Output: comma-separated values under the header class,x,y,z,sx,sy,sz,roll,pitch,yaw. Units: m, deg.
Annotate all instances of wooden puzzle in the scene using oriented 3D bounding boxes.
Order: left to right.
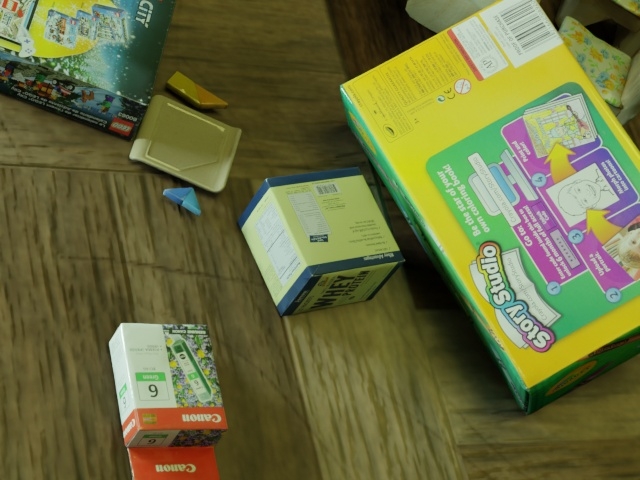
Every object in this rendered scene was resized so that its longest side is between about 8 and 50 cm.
class,x,y,z,sx,sy,sz,roll,pitch,yaw
wooden puzzle,-0.099,-0.071,1.068,0.079,0.014,0.116,26,49,-4

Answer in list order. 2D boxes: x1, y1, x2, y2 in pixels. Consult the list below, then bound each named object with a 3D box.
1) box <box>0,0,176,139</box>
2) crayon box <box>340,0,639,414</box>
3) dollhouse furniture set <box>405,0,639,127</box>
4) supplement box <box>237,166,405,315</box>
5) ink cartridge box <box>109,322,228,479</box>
class,x,y,z,sx,sy,sz,roll,pitch,yaw
box,-0.188,-0.198,1.089,0.159,0.044,0.233,20,50,-14
crayon box,0.153,-0.033,1.081,0.165,0.081,0.278,-29,71,-4
dollhouse furniture set,0.192,-0.352,1.265,0.362,0.256,0.394,30,48,-6
supplement box,0.000,0.000,1.040,0.083,0.056,0.083,-9,62,-33
ink cartridge box,-0.095,0.109,0.928,0.063,0.029,0.115,3,56,-27
